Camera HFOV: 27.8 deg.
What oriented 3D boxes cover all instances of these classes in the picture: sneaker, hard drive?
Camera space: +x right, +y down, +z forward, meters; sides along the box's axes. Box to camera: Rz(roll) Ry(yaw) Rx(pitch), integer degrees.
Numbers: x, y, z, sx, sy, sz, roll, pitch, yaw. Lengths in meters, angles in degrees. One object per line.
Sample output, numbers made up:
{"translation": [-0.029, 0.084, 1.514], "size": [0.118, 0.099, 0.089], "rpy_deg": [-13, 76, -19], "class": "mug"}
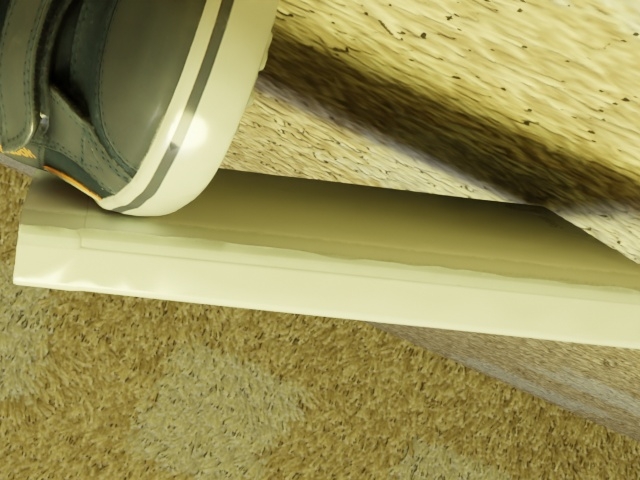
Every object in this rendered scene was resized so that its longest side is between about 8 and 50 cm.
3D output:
{"translation": [-0.123, -0.088, 0.604], "size": [0.127, 0.126, 0.321], "rpy_deg": [19, 177, -21], "class": "sneaker"}
{"translation": [0.000, 0.000, 0.694], "size": [0.307, 0.040, 0.203], "rpy_deg": [6, -168, -10], "class": "hard drive"}
